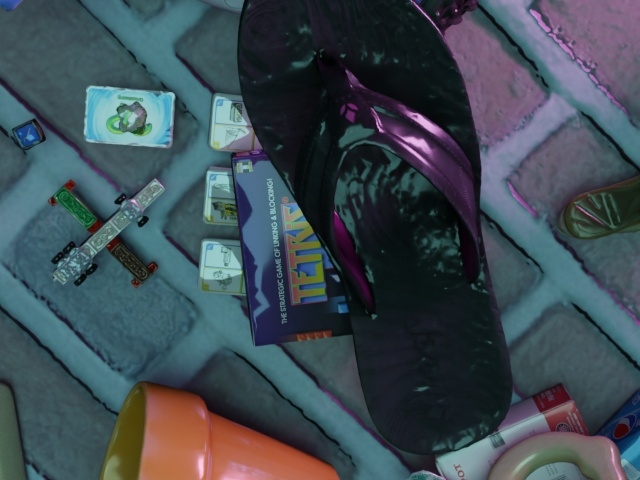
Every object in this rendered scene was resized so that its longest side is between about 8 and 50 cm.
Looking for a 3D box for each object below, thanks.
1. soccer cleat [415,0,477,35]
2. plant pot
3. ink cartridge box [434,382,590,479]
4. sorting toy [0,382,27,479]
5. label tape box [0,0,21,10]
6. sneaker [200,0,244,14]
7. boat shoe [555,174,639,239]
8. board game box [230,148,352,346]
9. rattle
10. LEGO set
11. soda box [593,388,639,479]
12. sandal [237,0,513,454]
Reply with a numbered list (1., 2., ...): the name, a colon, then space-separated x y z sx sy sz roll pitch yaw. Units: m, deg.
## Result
1. soccer cleat: 0.138 -0.315 0.831 0.116 0.108 0.318 33 98 9
2. plant pot: -0.090 0.242 0.889 0.188 0.205 0.205 15 100 -17
3. ink cartridge box: 0.184 0.206 0.934 0.135 0.056 0.099 -25 98 6
4. sorting toy: -0.384 0.234 0.967 0.208 0.038 0.192 -6 100 -2
5. label tape box: -0.232 -0.377 0.785 0.241 0.106 0.333 -38 56 15
6. sneaker: 0.007 -0.327 0.813 0.210 0.137 0.365 32 103 -6
7. boat shoe: 0.286 -0.032 0.903 0.153 0.048 0.056 -16 88 -3
8. board game box: 0.000 0.000 0.896 0.141 0.048 0.170 -7 102 -6
9. rattle: 0.184 0.247 0.896 0.200 0.143 0.130 -24 65 22
10. LEGO set: -0.151 -0.046 0.915 0.244 0.060 0.182 3 100 -11
11. soda box: 0.352 0.235 0.927 0.210 0.071 0.067 41 100 -5
12. sandal: 0.066 -0.010 0.807 0.168 0.107 0.445 -21 111 2
